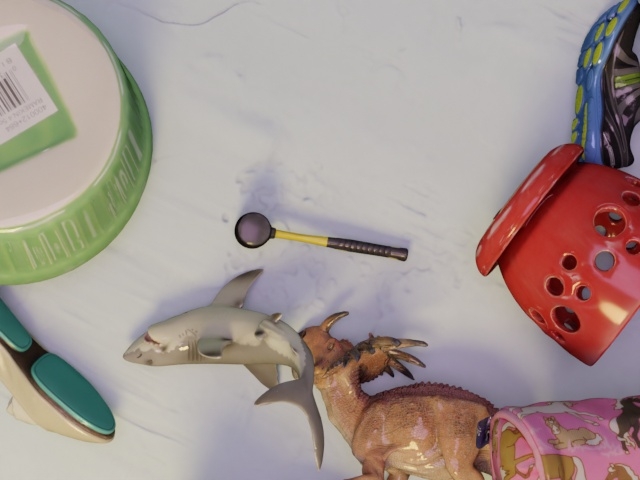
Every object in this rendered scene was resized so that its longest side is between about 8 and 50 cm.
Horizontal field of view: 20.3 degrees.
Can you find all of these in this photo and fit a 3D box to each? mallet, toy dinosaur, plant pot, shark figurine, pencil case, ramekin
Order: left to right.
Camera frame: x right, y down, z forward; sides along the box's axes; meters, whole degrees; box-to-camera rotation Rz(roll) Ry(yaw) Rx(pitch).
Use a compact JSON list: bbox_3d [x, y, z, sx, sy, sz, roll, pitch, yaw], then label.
[{"bbox_3d":[-0.330,-0.116,1.856,0.303,0.148,0.303,0,76,-2],"label":"ramekin"},{"bbox_3d":[-0.058,0.133,1.875,0.166,0.278,0.116,-40,128,-27],"label":"shark figurine"},{"bbox_3d":[0.000,0.000,1.910,0.190,0.062,0.039,9,87,2],"label":"mallet"},{"bbox_3d":[0.107,0.190,1.873,0.296,0.127,0.200,12,81,-3],"label":"toy dinosaur"},{"bbox_3d":[0.269,0.005,1.837,0.174,0.191,0.191,39,90,7],"label":"plant pot"},{"bbox_3d":[0.353,0.219,1.786,0.386,0.167,0.160,-7,113,-17],"label":"pencil case"}]

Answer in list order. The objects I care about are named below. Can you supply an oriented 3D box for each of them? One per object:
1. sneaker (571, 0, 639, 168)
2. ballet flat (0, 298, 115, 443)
[{"bbox_3d":[0.318,-0.165,1.910,0.078,0.067,0.188,10,86,-18],"label":"sneaker"},{"bbox_3d":[-0.324,0.141,1.918,0.086,0.086,0.248,-43,85,0],"label":"ballet flat"}]
